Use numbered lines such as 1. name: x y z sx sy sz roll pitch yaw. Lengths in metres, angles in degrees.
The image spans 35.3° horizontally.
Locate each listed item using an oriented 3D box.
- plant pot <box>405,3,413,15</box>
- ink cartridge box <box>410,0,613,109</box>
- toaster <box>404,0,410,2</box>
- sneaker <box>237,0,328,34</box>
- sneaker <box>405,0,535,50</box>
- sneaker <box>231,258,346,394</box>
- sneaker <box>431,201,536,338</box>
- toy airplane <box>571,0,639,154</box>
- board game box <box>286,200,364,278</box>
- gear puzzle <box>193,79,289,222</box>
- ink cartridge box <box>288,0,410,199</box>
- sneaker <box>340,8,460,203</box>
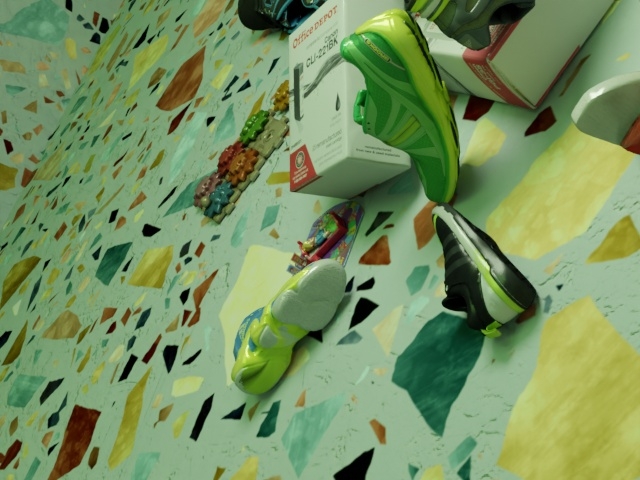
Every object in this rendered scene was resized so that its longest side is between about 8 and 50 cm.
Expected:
1. plant pot: 0.133 -0.505 1.703 0.293 0.293 0.235 -50 42 7
2. ink cartridge box: 0.256 -0.320 1.464 0.207 0.117 0.283 -55 28 -2
3. toaster: 0.165 -0.436 1.475 0.146 0.129 0.227 -50 25 -4
4. sneaker: -0.087 -0.517 2.195 0.340 0.125 0.140 -11 51 53
5. sneaker: 0.239 -0.350 1.301 0.300 0.121 0.111 -45 4 -22
6. sneaker: -0.061 0.109 1.496 0.240 0.091 0.126 -51 28 7
7. sneaker: 0.173 0.035 1.232 0.097 0.084 0.235 -49 29 12
8. toy airplane: 0.397 -0.248 1.009 0.386 0.272 0.384 -4 56 55
9. board game box: 0.000 0.000 1.585 0.133 0.033 0.169 -14 47 50
10. gear puzzle: -0.141 -0.194 2.001 0.339 0.044 0.175 -53 28 0
11. ink cartridge box: 0.040 -0.221 1.547 0.197 0.114 0.273 -26 61 60
12. sneaker: 0.111 -0.173 1.350 0.123 0.296 0.109 -14 36 18
